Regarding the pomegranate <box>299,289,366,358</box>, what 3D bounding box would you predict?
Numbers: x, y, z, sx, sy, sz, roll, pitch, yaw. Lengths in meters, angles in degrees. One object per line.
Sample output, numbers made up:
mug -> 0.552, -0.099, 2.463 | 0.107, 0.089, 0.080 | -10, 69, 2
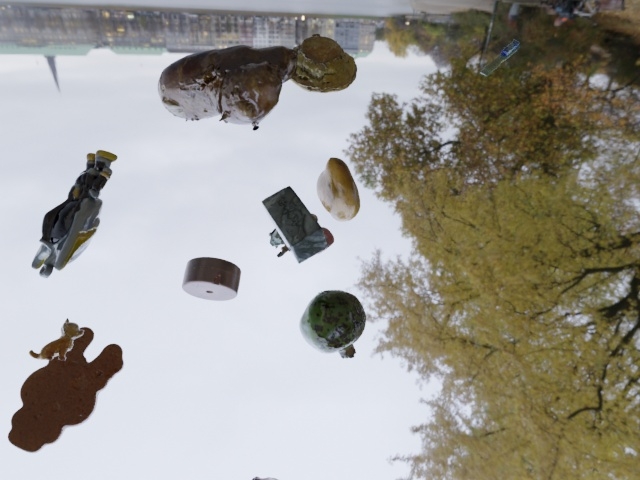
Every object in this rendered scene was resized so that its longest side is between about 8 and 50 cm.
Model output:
pomegranate -> 0.050, 0.316, 1.499 | 0.255, 0.270, 0.254 | -22, 179, -1

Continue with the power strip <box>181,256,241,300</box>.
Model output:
power strip -> -0.298, 0.108, 1.102 | 0.154, 0.154, 0.078 | 3, -117, 1

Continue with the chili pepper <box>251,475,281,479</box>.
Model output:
chili pepper -> -0.029, 0.568, 0.766 | 0.110, 0.110, 0.388 | -18, -162, -32

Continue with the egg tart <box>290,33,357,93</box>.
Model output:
egg tart -> 0.001, -0.560, 1.254 | 0.241, 0.105, 0.240 | 2, -122, -3

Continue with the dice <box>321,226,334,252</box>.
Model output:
dice -> 0.000, 0.000, 1.834 | 0.094, 0.091, 0.093 | -39, -87, -36

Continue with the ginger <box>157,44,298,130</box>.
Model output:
ginger -> -0.271, -0.397, 1.067 | 0.419, 0.176, 0.254 | -1, -128, 18

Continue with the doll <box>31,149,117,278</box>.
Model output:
doll -> -0.560, -0.063, 0.916 | 0.146, 0.103, 0.316 | 8, -109, 14

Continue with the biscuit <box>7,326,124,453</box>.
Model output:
biscuit -> -0.717, 0.417, 1.131 | 0.202, 0.047, 0.333 | 30, -122, -7

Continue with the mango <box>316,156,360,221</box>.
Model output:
mango -> 0.047, -0.133, 1.119 | 0.109, 0.262, 0.157 | -23, -109, 3

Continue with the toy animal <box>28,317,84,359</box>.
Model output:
toy animal -> -0.515, 0.192, 0.787 | 0.081, 0.083, 0.060 | 14, 162, -26

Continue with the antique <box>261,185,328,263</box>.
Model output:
antique -> -0.068, -0.046, 0.995 | 0.088, 0.086, 0.183 | -31, -123, -9

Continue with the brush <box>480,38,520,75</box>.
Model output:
brush -> 0.594, -0.601, 1.317 | 0.178, 0.030, 0.033 | -41, -114, -14

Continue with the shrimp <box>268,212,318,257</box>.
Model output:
shrimp -> -0.083, -0.023, 1.346 | 0.185, 0.068, 0.287 | -40, -160, -3
